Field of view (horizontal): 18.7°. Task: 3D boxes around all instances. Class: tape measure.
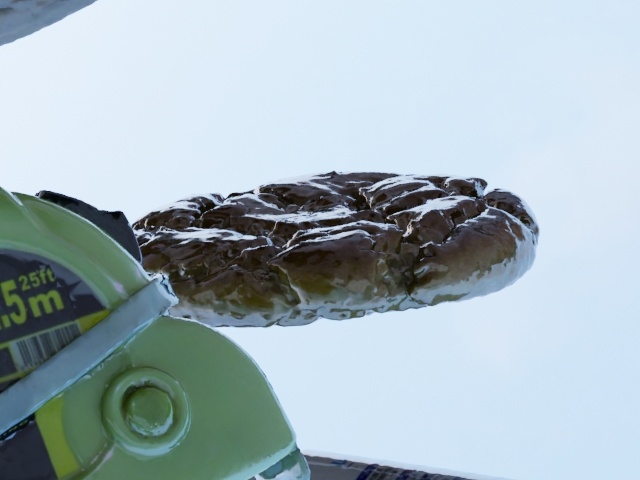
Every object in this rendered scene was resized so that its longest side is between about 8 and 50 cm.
[{"bbox_3d":[-0.116,0.056,0.667,0.177,0.087,0.154,-25,-94,-31],"label":"tape measure"}]

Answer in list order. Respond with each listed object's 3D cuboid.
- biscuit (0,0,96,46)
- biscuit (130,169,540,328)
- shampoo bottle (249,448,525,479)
[{"bbox_3d":[-0.241,-0.159,1.086,0.432,0.064,0.283,-26,-126,6],"label":"biscuit"},{"bbox_3d":[0.000,0.000,0.967,0.226,0.042,0.226,-5,-168,1],"label":"biscuit"},{"bbox_3d":[0.036,0.157,0.981,0.303,0.092,0.092,4,-132,28],"label":"shampoo bottle"}]
